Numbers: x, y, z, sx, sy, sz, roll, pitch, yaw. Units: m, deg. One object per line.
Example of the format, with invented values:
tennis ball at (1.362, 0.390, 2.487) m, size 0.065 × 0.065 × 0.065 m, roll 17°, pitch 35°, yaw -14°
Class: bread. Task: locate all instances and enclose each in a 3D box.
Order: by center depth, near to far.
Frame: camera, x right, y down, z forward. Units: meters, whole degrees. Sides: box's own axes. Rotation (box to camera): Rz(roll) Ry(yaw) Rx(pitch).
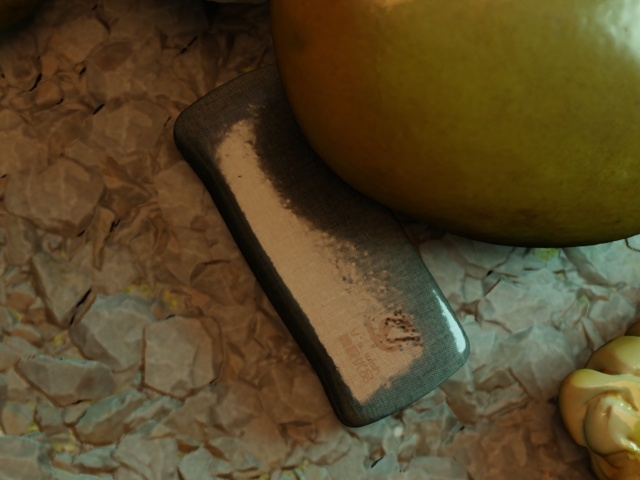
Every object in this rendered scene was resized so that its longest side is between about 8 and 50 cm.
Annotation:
bread at (0.361, 0.115, 1.059) m, size 0.311 × 0.121 × 0.173 m, roll -32°, pitch 86°, yaw -15°

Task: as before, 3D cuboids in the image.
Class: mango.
mango at (0.162, -0.144, 0.998) m, size 0.446 × 0.232 × 0.300 m, roll 12°, pitch 114°, yaw -28°

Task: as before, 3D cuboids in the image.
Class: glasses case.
glasses case at (0.000, 0.000, 1.059) m, size 0.131 × 0.074 × 0.323 m, roll -29°, pitch 82°, yaw -13°

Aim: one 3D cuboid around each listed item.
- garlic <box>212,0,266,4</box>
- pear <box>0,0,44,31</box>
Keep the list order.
garlic at (-0.073, -0.337, 1.038) m, size 0.249 × 0.286 × 0.313 m, roll -12°, pitch 112°, yaw 22°
pear at (-0.307, -0.268, 1.028) m, size 0.200 × 0.200 × 0.200 m, roll 2°, pitch 75°, yaw -8°
